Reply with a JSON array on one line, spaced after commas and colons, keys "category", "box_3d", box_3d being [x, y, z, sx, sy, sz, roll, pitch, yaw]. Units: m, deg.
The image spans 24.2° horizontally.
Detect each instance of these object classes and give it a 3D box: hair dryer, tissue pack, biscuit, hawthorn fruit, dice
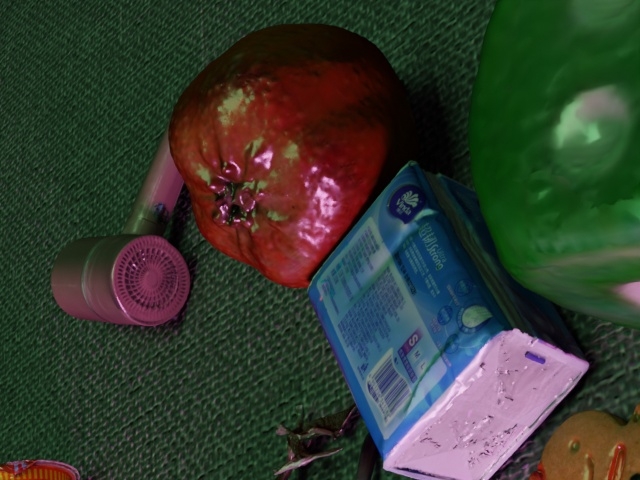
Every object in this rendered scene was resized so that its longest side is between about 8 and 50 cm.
[{"category": "hair dryer", "box_3d": [-0.248, -0.047, 2.144, 0.210, 0.125, 0.353, -1, 63, 56]}, {"category": "tissue pack", "box_3d": [0.122, 0.086, 1.510, 0.198, 0.146, 0.263, -51, 38, 23]}, {"category": "biscuit", "box_3d": [0.269, 0.218, 1.340, 0.225, 0.036, 0.166, 4, 78, 55]}, {"category": "hawthorn fruit", "box_3d": [-0.002, -0.113, 1.695, 0.287, 0.330, 0.287, 23, 131, 29]}, {"category": "dice", "box_3d": [0.312, -0.092, 1.203, 0.287, 0.297, 0.300, -6, 68, 51]}]

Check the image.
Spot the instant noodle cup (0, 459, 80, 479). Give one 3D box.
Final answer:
[{"category": "instant noodle cup", "box_3d": [-0.418, 0.437, 2.080, 0.193, 0.193, 0.212, -37, 53, 39]}]

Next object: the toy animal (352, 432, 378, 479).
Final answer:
[{"category": "toy animal", "box_3d": [-0.042, 0.366, 1.650, 0.324, 0.090, 0.195, -45, 32, 30]}]

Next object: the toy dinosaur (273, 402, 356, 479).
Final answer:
[{"category": "toy dinosaur", "box_3d": [-0.022, 0.235, 1.718, 0.220, 0.032, 0.108, -45, 21, 17]}]
